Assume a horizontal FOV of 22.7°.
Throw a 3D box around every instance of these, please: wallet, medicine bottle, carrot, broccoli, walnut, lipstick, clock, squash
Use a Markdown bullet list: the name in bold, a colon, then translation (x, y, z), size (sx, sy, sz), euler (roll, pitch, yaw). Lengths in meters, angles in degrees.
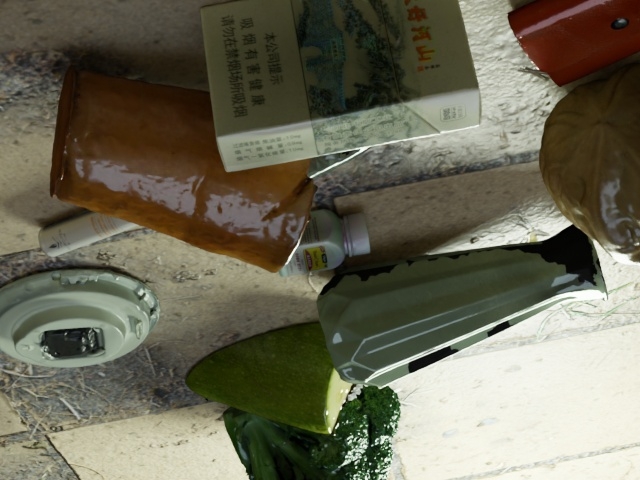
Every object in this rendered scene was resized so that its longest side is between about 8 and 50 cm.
- **wallet**: translation (0.313, -0.236, 1.664), size (0.204, 0.045, 0.142), euler (-23, 147, 21)
- **medicine bottle**: translation (0.000, 0.000, 1.964), size (0.118, 0.055, 0.074), euler (-9, 148, -1)
- **carrot**: translation (-0.152, -0.073, 1.658), size (0.254, 0.196, 0.196), euler (8, 146, -19)
- **broccoli**: translation (-0.017, 0.310, 2.346), size (0.294, 0.265, 0.245), euler (-29, 112, 35)
- **walnut**: translation (0.352, -0.086, 1.772), size (0.228, 0.228, 0.228), euler (-7, 150, -4)
- **lipstick**: translation (-0.264, -0.019, 1.872), size (0.141, 0.040, 0.040), euler (-20, 148, 18)
- **clock**: translation (-0.322, 0.113, 2.068), size (0.236, 0.053, 0.236), euler (-8, 151, -4)
- **squash**: translation (-0.070, 0.157, 2.245), size (0.252, 0.169, 0.093), euler (14, 158, 30)

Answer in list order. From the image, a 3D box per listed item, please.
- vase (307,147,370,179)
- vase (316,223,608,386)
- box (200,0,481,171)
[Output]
- **vase**: translation (0.017, -0.113, 1.774), size (0.211, 0.060, 0.060), euler (-27, 146, 26)
- **vase**: translation (0.181, 0.073, 2.059), size (0.360, 0.165, 0.165), euler (-17, 149, 5)
- **box**: translation (0.018, -0.171, 1.572), size (0.256, 0.164, 0.069), euler (-10, 149, 1)
